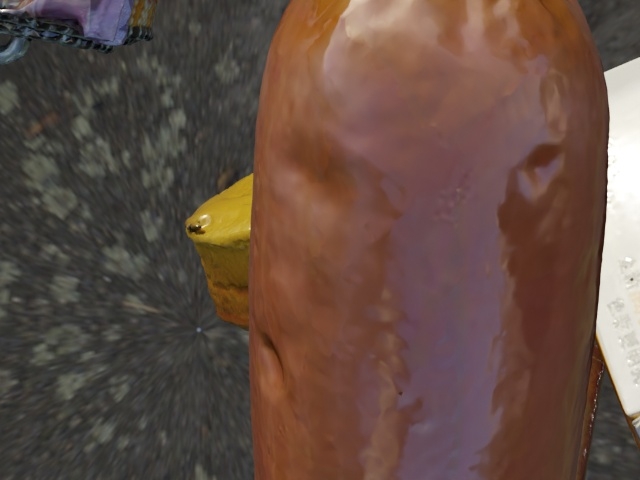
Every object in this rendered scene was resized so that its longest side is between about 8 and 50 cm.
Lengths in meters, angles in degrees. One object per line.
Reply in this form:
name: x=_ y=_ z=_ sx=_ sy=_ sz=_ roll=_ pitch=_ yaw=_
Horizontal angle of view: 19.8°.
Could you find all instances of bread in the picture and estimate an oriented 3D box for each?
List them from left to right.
bread: x=0.000 y=0.000 z=1.692 sx=0.195 sy=0.269 sz=0.143 roll=-41 pitch=111 yaw=-39

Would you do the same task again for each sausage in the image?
sausage: x=0.030 y=0.027 z=0.557 sx=0.113 sy=0.113 sz=0.259 roll=-1 pitch=119 yaw=-4

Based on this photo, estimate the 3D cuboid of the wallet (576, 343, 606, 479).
wallet: x=0.176 y=0.172 z=1.617 sx=0.137 sy=0.031 sz=0.255 roll=23 pitch=50 yaw=-6

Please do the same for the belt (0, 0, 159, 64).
belt: x=-0.228 y=-0.207 z=1.299 sx=0.295 sy=0.207 sz=0.161 roll=14 pitch=96 yaw=21

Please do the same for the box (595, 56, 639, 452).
box: x=0.268 y=-0.010 z=1.204 sx=0.220 sy=0.091 sz=0.274 roll=-24 pitch=52 yaw=9
